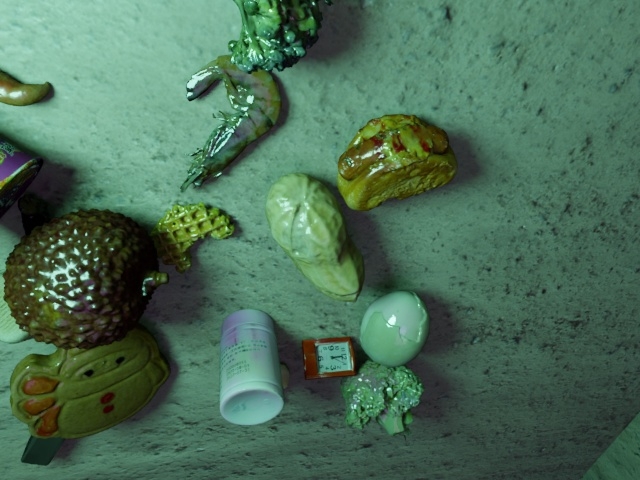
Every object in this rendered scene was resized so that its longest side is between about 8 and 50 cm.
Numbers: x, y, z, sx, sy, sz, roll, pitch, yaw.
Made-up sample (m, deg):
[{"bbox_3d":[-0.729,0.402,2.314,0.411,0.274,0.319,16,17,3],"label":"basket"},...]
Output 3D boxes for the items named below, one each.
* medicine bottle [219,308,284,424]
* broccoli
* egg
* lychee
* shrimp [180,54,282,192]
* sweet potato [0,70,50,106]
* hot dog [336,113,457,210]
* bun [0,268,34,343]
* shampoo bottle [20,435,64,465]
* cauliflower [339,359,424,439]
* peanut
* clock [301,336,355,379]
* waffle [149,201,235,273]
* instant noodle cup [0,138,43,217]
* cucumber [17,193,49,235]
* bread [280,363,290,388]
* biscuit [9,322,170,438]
[{"bbox_3d":[-0.180,0.314,1.096,0.152,0.254,0.152,-6,126,-8],"label":"medicine bottle"},{"bbox_3d":[-0.120,-0.375,0.642,0.177,0.198,0.275,-41,124,18],"label":"broccoli"},{"bbox_3d":[0.207,0.229,1.169,0.183,0.183,0.217,16,113,-23],"label":"egg"},{"bbox_3d":[-0.455,0.072,0.848,0.304,0.276,0.276,1,126,-1],"label":"lychee"},{"bbox_3d":[-0.209,-0.223,0.830,0.296,0.058,0.169,-41,116,13],"label":"shrimp"},{"bbox_3d":[-0.568,-0.266,0.714,0.202,0.055,0.058,8,160,-20],"label":"sweet potato"},{"bbox_3d":[0.153,-0.172,0.891,0.256,0.150,0.153,-18,138,1],"label":"hot dog"},{"bbox_3d":[-0.653,0.137,0.951,0.173,0.113,0.167,-6,98,14],"label":"bun"},{"bbox_3d":[-0.800,0.577,1.262,0.079,0.080,0.246,27,116,-27],"label":"shampoo bottle"},{"bbox_3d":[0.197,0.486,1.296,0.256,0.239,0.315,-24,93,15],"label":"cauliflower"},{"bbox_3d":[-0.004,-0.002,0.967,0.174,0.158,0.340,5,141,33],"label":"peanut"},{"bbox_3d":[0.024,0.346,1.263,0.155,0.113,0.061,-2,156,-10],"label":"clock"},{"bbox_3d":[-0.294,-0.005,0.967,0.149,0.051,0.194,32,113,-28],"label":"waffle"},{"bbox_3d":[-0.635,-0.104,0.713,0.251,0.251,0.190,-41,115,17],"label":"instant noodle cup"},{"bbox_3d":[-0.591,-0.012,0.899,0.053,0.053,0.181,5,126,-16],"label":"cucumber"},{"bbox_3d":[-0.209,0.465,1.336,0.181,0.039,0.251,15,121,-22],"label":"bread"},{"bbox_3d":[-0.553,0.334,1.067,0.359,0.074,0.381,-17,131,-38],"label":"biscuit"}]
